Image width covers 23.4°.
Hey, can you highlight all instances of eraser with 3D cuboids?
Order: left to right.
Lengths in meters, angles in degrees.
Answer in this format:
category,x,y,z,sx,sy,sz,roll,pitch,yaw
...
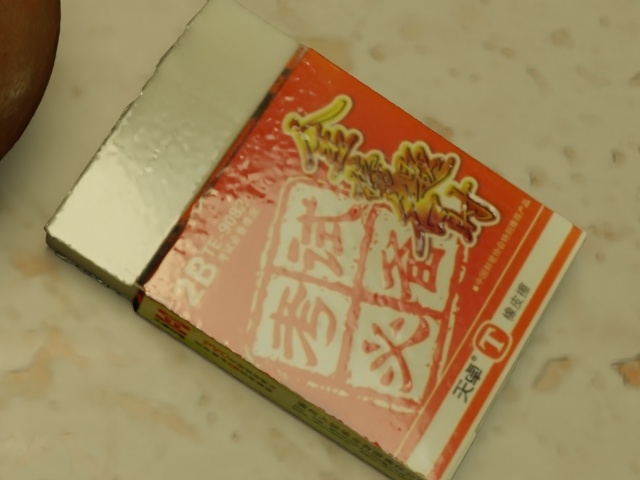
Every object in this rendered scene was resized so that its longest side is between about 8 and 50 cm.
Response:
category,x,y,z,sx,sy,sz,roll,pitch,yaw
eraser,0.000,0.000,0.767,0.230,0.038,0.157,33,71,-2

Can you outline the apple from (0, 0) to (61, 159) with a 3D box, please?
category,x,y,z,sx,sy,sz,roll,pitch,yaw
apple,-0.236,-0.094,0.657,0.254,0.253,0.253,3,74,-11
